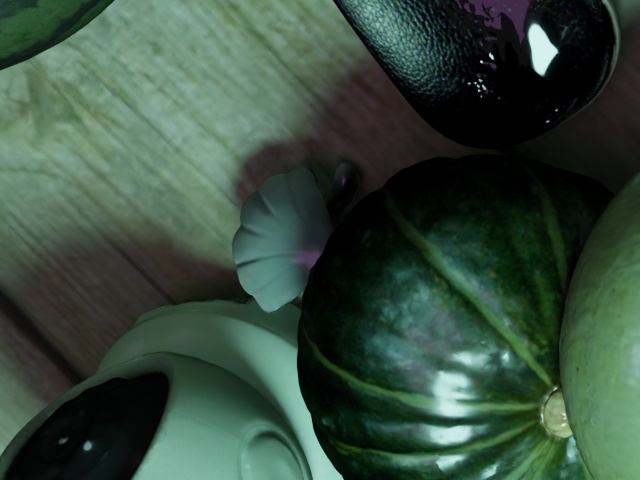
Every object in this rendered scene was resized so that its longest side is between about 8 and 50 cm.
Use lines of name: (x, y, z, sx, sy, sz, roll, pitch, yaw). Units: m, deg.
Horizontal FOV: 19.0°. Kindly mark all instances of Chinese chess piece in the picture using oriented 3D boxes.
Chinese chess piece: (0.224, 0.049, 0.924, 0.092, 0.237, 0.238, 13, 124, 62)

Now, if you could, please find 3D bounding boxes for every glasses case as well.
glasses case: (0.037, -0.189, 0.981, 0.122, 0.075, 0.314, -30, 97, 33)

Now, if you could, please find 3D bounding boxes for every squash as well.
squash: (0.090, 0.058, 1.001, 0.172, 0.218, 0.218, 14, 124, 60)

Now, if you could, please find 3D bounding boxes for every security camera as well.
security camera: (-0.083, 0.154, 1.091, 0.194, 0.236, 0.195, 11, 118, 21)

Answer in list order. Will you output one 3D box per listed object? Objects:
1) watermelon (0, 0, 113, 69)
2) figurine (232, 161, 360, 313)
watermelon: (-0.242, -0.210, 0.977, 0.359, 0.279, 0.279, 2, 112, 26)
figurine: (0.000, 0.000, 1.090, 0.086, 0.082, 0.094, 18, 93, 34)
